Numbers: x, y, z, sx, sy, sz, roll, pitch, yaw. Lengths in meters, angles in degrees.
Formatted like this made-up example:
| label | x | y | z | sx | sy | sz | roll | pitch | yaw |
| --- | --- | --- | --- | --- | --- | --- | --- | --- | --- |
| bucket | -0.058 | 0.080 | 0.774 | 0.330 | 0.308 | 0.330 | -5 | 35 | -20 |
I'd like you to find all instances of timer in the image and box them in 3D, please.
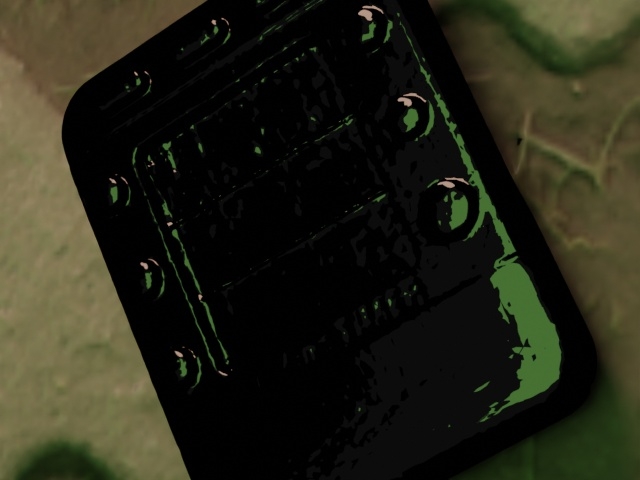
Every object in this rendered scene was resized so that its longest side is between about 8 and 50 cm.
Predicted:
| label | x | y | z | sx | sy | sz | roll | pitch | yaw |
| --- | --- | --- | --- | --- | --- | --- | --- | --- | --- |
| timer | 0.000 | 0.000 | 0.669 | 0.144 | 0.055 | 0.187 | -31 | 70 | 22 |
